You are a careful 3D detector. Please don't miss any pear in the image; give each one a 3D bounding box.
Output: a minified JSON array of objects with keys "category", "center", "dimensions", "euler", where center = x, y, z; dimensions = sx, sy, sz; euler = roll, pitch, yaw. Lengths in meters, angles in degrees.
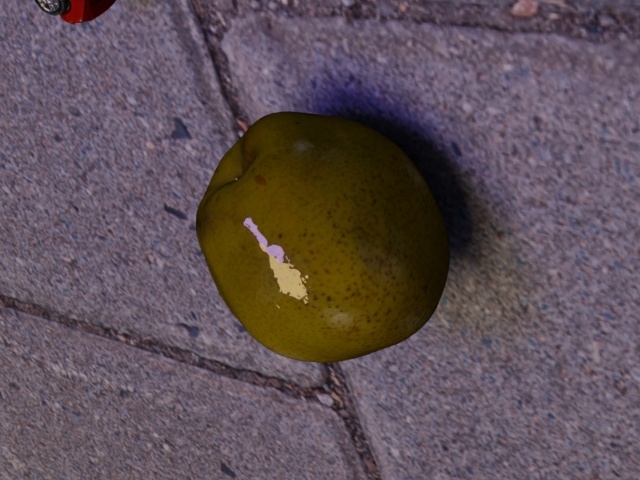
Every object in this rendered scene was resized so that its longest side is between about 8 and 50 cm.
[{"category":"pear","center":[-0.001,0.001,1.217],"dimensions":[0.198,0.198,0.198],"euler":[29,143,24]}]

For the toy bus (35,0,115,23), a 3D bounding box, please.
[{"category":"toy bus","center":[-0.184,-0.260,1.238],"dimensions":[0.089,0.081,0.195],"euler":[10,133,29]}]
